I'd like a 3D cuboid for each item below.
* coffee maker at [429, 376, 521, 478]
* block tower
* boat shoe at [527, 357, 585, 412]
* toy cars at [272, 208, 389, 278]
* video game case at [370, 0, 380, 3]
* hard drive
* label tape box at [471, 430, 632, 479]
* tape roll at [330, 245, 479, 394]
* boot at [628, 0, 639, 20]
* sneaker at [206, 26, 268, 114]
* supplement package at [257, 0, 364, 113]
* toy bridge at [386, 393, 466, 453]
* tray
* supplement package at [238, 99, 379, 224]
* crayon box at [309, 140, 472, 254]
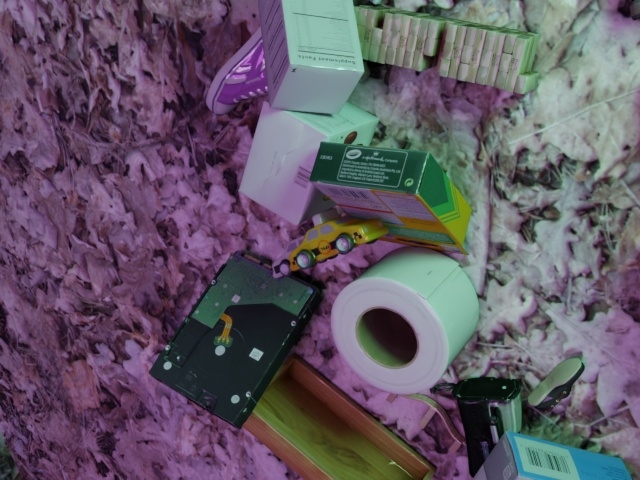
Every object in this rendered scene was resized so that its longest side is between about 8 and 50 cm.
[{"bbox_3d":[0.325,0.368,1.460,0.171,0.120,0.178,3,108,49],"label":"coffee maker"},{"bbox_3d":[0.213,-0.339,1.284,0.336,0.091,0.097,20,117,24],"label":"block tower"},{"bbox_3d":[0.448,0.271,1.383,0.042,0.049,0.133,30,117,-12],"label":"boat shoe"},{"bbox_3d":[0.000,0.000,1.448,0.394,0.177,0.087,151,98,-76],"label":"toy cars"},{"bbox_3d":[0.090,-0.556,1.327,0.173,0.022,0.190,44,123,12],"label":"video game case"},{"bbox_3d":[-0.180,0.205,1.603,0.237,0.338,0.064,24,160,23],"label":"hard drive"},{"bbox_3d":[0.393,0.537,1.397,0.249,0.115,0.347,16,119,-12],"label":"label tape box"},{"bbox_3d":[0.164,0.152,1.433,0.246,0.169,0.246,14,117,28],"label":"tape roll"},{"bbox_3d":[0.515,-0.463,1.049,0.263,0.091,0.228,-18,97,37],"label":"boot"},{"bbox_3d":[-0.110,-0.314,1.492,0.282,0.102,0.161,-40,87,35],"label":"sneaker"},{"bbox_3d":[-0.023,-0.364,1.308,0.134,0.139,0.243,127,140,-59],"label":"supplement package"},{"bbox_3d":[0.230,0.371,1.564,0.188,0.026,0.063,36,121,16],"label":"toy bridge"},{"bbox_3d":[0.029,0.442,1.604,0.411,0.203,0.076,37,129,16],"label":"tray"},{"bbox_3d":[-0.021,-0.167,1.423,0.149,0.203,0.194,32,121,19],"label":"supplement package"},{"bbox_3d":[0.143,-0.072,1.341,0.203,0.323,0.083,10,76,29],"label":"crayon box"}]
